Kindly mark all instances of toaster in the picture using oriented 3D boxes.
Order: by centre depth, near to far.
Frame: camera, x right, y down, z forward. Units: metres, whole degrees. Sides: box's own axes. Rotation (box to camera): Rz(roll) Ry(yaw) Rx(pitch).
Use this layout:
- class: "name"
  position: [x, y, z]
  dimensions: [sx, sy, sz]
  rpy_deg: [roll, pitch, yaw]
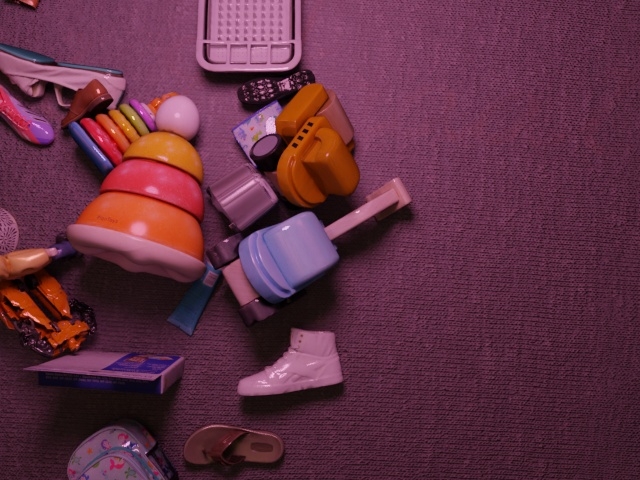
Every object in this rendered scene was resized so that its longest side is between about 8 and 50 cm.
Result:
- class: "toaster"
  position: [-0.207, -0.115, 1.456]
  dimensions: [0.146, 0.227, 0.129]
  rpy_deg: [-37, 115, -4]

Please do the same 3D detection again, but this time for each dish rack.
- class: "dish rack"
  position: [-0.194, -0.610, 1.526]
  dimensions: [0.285, 0.072, 0.333]
  rpy_deg: [0, 79, 0]

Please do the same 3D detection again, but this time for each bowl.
- class: "bowl"
  position: [-0.935, -0.016, 1.509]
  dimensions: [0.169, 0.080, 0.170]
  rpy_deg: [0, 88, -2]

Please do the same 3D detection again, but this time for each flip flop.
- class: "flip flop"
  position: [-0.237, 0.569, 1.498]
  dimensions: [0.276, 0.080, 0.113]
  rpy_deg: [5, 88, -1]

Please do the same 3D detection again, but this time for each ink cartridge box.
- class: "ink cartridge box"
  position: [-0.529, 0.338, 1.388]
  dimensions: [0.303, 0.307, 0.072]
  rpy_deg: [5, 89, 0]

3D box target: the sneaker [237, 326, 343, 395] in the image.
- class: "sneaker"
  position: [-0.092, 0.325, 1.503]
  dimensions: [0.292, 0.108, 0.169]
  rpy_deg: [-8, 86, -11]

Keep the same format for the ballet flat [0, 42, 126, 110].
- class: "ballet flat"
  position: [-0.741, -0.444, 1.512]
  dimensions: [0.399, 0.139, 0.139]
  rpy_deg: [13, 88, -1]

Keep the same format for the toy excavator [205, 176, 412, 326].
- class: "toy excavator"
  position: [0.000, 0.000, 1.433]
  dimensions: [0.445, 0.433, 0.223]
  rpy_deg: [-29, 88, 26]

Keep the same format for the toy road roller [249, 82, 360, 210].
- class: "toy road roller"
  position: [0.008, -0.230, 1.393]
  dimensions: [0.330, 0.240, 0.203]
  rpy_deg: [-57, 134, -24]

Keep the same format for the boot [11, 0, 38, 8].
- class: "boot"
  position: [-0.865, -0.752, 1.541]
  dimensions: [0.197, 0.073, 0.153]
  rpy_deg: [20, 92, 3]

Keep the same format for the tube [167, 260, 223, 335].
- class: "tube"
  position: [-0.344, 0.158, 1.530]
  dimensions: [0.080, 0.052, 0.207]
  rpy_deg: [32, 93, 5]

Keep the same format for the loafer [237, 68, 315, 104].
- class: "loafer"
  position: [-0.122, -0.423, 1.534]
  dimensions: [0.223, 0.078, 0.076]
  rpy_deg: [-15, 94, -6]

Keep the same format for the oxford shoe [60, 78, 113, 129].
- class: "oxford shoe"
  position: [-0.639, -0.363, 1.475]
  dimensions: [0.212, 0.076, 0.076]
  rpy_deg: [-25, 98, 32]

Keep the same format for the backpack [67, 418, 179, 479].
- class: "backpack"
  position: [-0.532, 0.613, 1.447]
  dimensions: [0.225, 0.191, 0.254]
  rpy_deg: [-35, 84, -1]

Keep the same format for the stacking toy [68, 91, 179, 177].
- class: "stacking toy"
  position: [-0.512, -0.319, 1.503]
  dimensions: [0.301, 0.175, 0.166]
  rpy_deg: [-40, 92, -13]

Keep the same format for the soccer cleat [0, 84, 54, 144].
- class: "soccer cleat"
  position: [-0.849, -0.354, 1.514]
  dimensions: [0.248, 0.095, 0.083]
  rpy_deg: [41, 88, 1]

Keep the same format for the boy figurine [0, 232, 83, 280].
- class: "boy figurine"
  position: [-0.766, 0.047, 1.410]
  dimensions: [0.177, 0.285, 0.092]
  rpy_deg: [-9, 97, 33]

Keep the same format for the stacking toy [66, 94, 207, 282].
- class: "stacking toy"
  position: [-0.409, -0.156, 1.424]
  dimensions: [0.350, 0.351, 0.481]
  rpy_deg: [15, 77, 0]

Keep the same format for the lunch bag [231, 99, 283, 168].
- class: "lunch bag"
  position: [-0.152, -0.289, 1.522]
  dimensions: [0.151, 0.096, 0.129]
  rpy_deg: [-34, 89, -11]

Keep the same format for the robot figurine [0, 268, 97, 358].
- class: "robot figurine"
  position: [-0.739, 0.190, 1.458]
  dimensions: [0.291, 0.211, 0.085]
  rpy_deg: [46, 124, 9]
